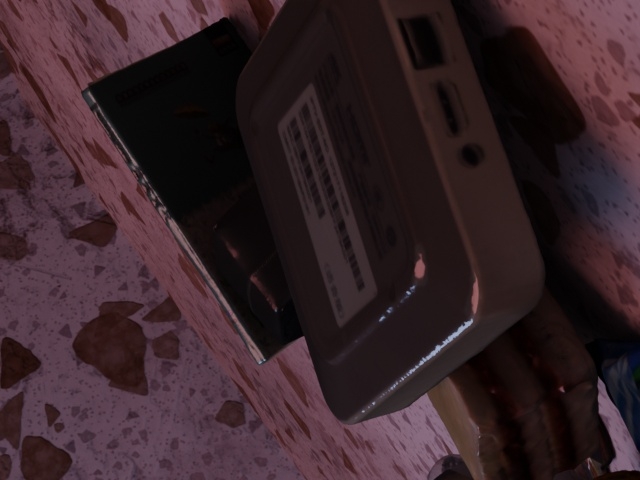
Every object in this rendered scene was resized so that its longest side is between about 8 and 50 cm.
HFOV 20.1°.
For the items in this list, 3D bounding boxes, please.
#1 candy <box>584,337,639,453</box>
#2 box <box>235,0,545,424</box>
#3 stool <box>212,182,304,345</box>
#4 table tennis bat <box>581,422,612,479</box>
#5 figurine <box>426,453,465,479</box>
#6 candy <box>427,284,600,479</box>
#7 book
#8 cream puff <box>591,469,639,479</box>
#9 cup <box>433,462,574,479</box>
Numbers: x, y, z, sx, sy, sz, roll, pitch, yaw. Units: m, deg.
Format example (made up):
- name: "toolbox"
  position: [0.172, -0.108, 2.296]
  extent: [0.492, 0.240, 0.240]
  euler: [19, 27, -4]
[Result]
- name: "candy"
  position: [0.312, 0.154, 1.524]
  extent: [0.187, 0.077, 0.331]
  euler: [58, 170, 1]
- name: "box"
  position: [0.041, -0.053, 1.592]
  extent: [0.367, 0.090, 0.373]
  euler: [71, 156, 16]
- name: "stool"
  position: [0.000, 0.000, 1.993]
  extent: [0.141, 0.232, 0.232]
  euler: [53, 167, 18]
- name: "table tennis bat"
  position: [0.275, 0.207, 1.926]
  extent: [0.220, 0.019, 0.130]
  euler: [62, 167, -20]
- name: "figurine"
  position: [0.208, 0.348, 2.299]
  extent: [0.208, 0.128, 0.184]
  euler: [39, 162, 41]
- name: "candy"
  position: [0.147, 0.081, 1.743]
  extent: [0.179, 0.135, 0.321]
  euler: [74, 171, -52]
- name: "book"
  position: [-0.093, -0.066, 2.136]
  extent: [0.031, 0.264, 0.379]
  euler: [-33, 91, 45]
- name: "cream puff"
  position: [0.303, 0.281, 1.792]
  extent: [0.133, 0.119, 0.104]
  euler: [136, 125, -60]
- name: "cup"
  position: [0.246, 0.341, 2.053]
  extent: [0.257, 0.227, 0.301]
  euler: [5, 99, 58]
